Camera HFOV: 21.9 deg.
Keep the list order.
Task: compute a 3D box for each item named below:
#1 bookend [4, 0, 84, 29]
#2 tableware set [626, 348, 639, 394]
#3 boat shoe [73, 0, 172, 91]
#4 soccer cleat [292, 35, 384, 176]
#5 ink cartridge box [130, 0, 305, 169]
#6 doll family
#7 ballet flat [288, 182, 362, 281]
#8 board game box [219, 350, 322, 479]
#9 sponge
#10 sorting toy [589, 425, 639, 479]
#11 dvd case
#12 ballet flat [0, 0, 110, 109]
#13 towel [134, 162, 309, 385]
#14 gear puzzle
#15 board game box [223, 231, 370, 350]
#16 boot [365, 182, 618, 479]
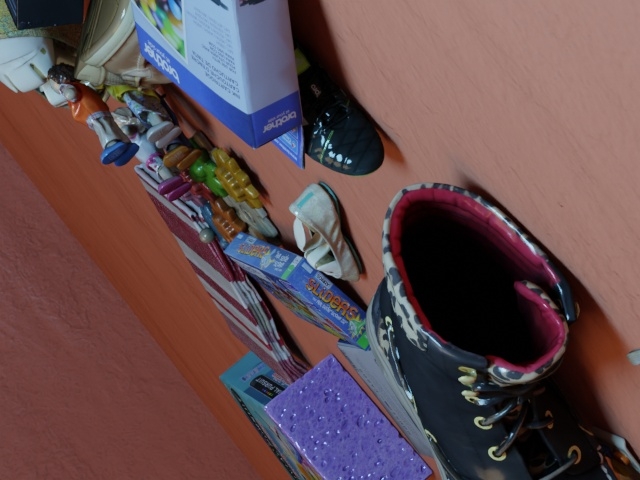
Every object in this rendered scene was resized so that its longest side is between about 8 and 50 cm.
[{"bbox_3d":[-0.299,-0.328,1.718,0.156,0.072,0.157,-119,28,-43],"label":"bookend"},{"bbox_3d":[0.274,0.125,1.182,0.128,0.039,0.194,50,167,6],"label":"tableware set"},{"bbox_3d":[-0.177,-0.216,1.658,0.110,0.122,0.341,15,177,-11],"label":"boat shoe"},{"bbox_3d":[-0.011,-0.125,1.424,0.179,0.060,0.072,48,165,25],"label":"soccer cleat"},{"bbox_3d":[-0.097,-0.207,1.365,0.186,0.065,0.311,41,154,38],"label":"ink cartridge box"},{"bbox_3d":[-0.211,-0.161,1.914,0.163,0.118,0.263,53,-175,20],"label":"doll family"},{"bbox_3d":[0.000,0.000,1.730,0.057,0.052,0.168,41,164,35],"label":"ballet flat"},{"bbox_3d":[-0.007,0.318,2.548,0.254,0.079,0.336,56,166,-19],"label":"board game box"},{"bbox_3d":[0.036,0.264,2.178,0.210,0.117,0.031,49,169,10],"label":"sponge"},{"bbox_3d":[0.270,0.197,1.447,0.062,0.012,0.083,56,166,-19],"label":"sorting toy"},{"bbox_3d":[0.112,0.186,1.905,0.179,0.029,0.238,53,167,-10],"label":"dvd case"},{"bbox_3d":[-0.330,-0.218,1.918,0.123,0.123,0.348,48,-173,15],"label":"ballet flat"},{"bbox_3d":[-0.142,0.047,2.375,0.237,0.037,0.329,35,157,57],"label":"towel"},{"bbox_3d":[-0.124,-0.048,2.032,0.175,0.044,0.339,53,167,-5],"label":"gear puzzle"},{"bbox_3d":[-0.023,0.057,1.934,0.136,0.035,0.201,42,171,-24],"label":"board game box"},{"bbox_3d":[0.162,0.137,1.370,0.377,0.138,0.284,58,170,21],"label":"boot"}]
